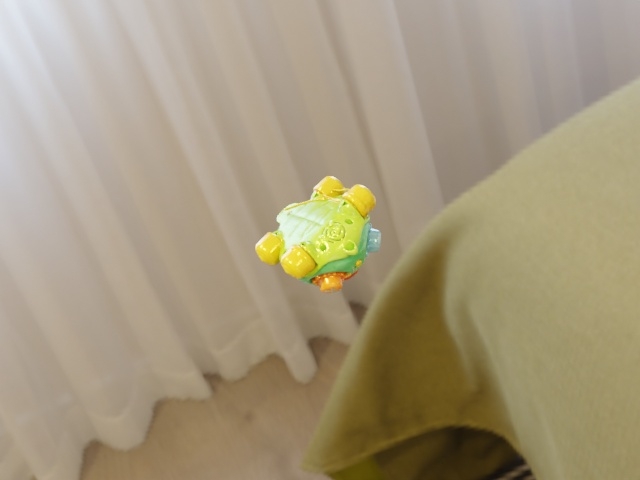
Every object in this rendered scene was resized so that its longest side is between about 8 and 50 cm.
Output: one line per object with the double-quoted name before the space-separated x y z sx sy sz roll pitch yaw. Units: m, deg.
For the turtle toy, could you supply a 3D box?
"turtle toy" 0.000 0.000 0.980 0.095 0.066 0.130 -44 26 -13
